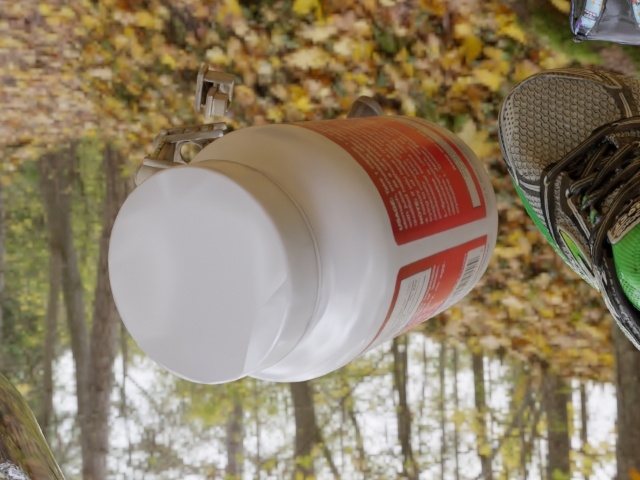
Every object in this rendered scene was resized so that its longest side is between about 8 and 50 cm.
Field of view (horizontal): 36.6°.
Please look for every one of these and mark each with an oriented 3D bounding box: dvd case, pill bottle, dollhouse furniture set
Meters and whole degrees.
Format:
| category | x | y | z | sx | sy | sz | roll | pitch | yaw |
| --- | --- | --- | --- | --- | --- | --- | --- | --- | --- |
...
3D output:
| category | x | y | z | sx | sy | sz | roll | pitch | yaw |
| --- | --- | --- | --- | --- | --- | --- | --- | --- | --- |
| dvd case | -0.289 | 0.176 | 0.909 | 0.018 | 0.164 | 0.221 | -30 | 152 | -12 |
| pill bottle | 0.000 | 0.000 | 0.915 | 0.229 | 0.228 | 0.408 | -4 | -174 | 29 |
| dollhouse furniture set | -0.183 | -0.127 | 1.252 | 0.101 | 0.160 | 0.182 | 11 | -152 | -1 |

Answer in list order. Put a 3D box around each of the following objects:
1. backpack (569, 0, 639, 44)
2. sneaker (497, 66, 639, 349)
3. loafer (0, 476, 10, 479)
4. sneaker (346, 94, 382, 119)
| category | x | y | z | sx | sy | sz | roll | pitch | yaw |
| --- | --- | --- | --- | --- | --- | --- | --- | --- | --- |
| backpack | 0.441 | -0.375 | 1.394 | 0.158 | 0.116 | 0.173 | 12 | 146 | 24 |
| sneaker | 0.198 | -0.013 | 0.532 | 0.146 | 0.134 | 0.343 | 31 | -164 | -38 |
| loafer | -0.206 | 0.331 | 0.706 | 0.112 | 0.319 | 0.112 | -28 | -179 | -28 |
| sneaker | 0.064 | -0.164 | 1.586 | 0.066 | 0.071 | 0.188 | 31 | 162 | 21 |
